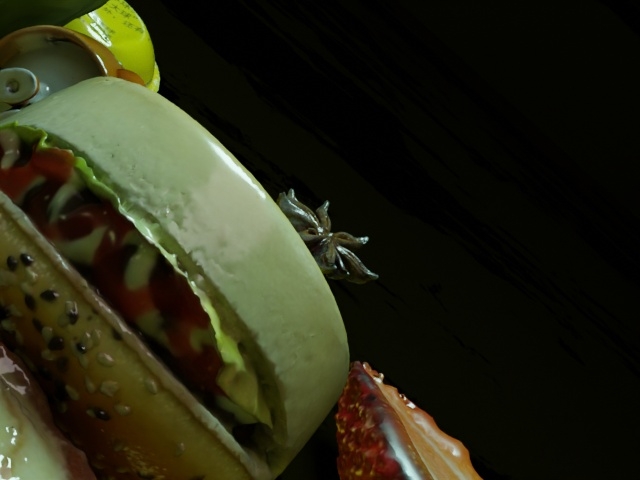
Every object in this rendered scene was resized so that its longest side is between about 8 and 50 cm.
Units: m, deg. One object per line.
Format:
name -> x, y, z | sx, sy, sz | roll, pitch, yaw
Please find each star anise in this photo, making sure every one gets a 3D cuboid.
star anise -> -0.001, 0.000, 1.547 | 0.141, 0.042, 0.141 | 38, 23, -19

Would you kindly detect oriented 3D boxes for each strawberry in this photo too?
strawberry -> 0.063, 0.205, 1.174 | 0.228, 0.098, 0.174 | 49, 17, 19

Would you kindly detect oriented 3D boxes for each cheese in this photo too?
cheese -> -0.234, -0.187, 1.397 | 0.177, 0.069, 0.270 | 39, 25, -12

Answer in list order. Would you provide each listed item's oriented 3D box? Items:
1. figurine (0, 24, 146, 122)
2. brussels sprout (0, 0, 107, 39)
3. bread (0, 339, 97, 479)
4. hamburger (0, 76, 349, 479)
figurine -> -0.209, -0.101, 1.203 | 0.143, 0.143, 0.271 | 45, -2, -4
brussels sprout -> -0.289, -0.349, 1.153 | 0.342, 0.361, 0.425 | 57, 20, 20
bread -> -0.218, 0.126, 0.691 | 0.190, 0.123, 0.244 | 46, 20, -2
hamburger -> -0.124, 0.042, 0.883 | 0.300, 0.176, 0.300 | 40, -21, 19
